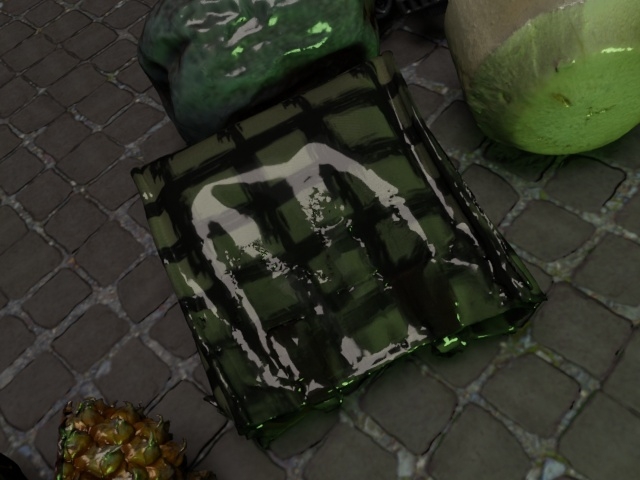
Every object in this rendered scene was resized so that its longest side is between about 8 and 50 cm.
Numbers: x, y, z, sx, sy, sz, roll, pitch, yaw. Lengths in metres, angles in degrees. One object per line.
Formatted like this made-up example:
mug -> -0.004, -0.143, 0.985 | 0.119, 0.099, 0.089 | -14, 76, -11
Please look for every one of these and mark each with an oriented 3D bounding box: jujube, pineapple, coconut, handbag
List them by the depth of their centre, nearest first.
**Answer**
pineapple -> -0.151, 0.220, 0.485 | 0.137, 0.161, 0.175 | 1, 80, -22
handbag -> 0.000, 0.000, 0.593 | 0.326, 0.162, 0.326 | -26, 63, -1
coconut -> 0.267, -0.242, 0.645 | 0.238, 0.237, 0.265 | -8, 54, 7
jujube -> -0.065, -0.251, 0.712 | 0.308, 0.246, 0.215 | -30, 66, -11

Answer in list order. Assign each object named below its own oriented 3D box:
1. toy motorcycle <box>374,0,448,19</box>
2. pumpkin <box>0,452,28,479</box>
toy motorcycle -> 0.117, -0.380, 0.810 | 0.401, 0.134, 0.207 | 2, 65, 30
pumpkin -> -0.323, 0.280, 0.460 | 0.238, 0.159, 0.237 | -7, 72, 24
